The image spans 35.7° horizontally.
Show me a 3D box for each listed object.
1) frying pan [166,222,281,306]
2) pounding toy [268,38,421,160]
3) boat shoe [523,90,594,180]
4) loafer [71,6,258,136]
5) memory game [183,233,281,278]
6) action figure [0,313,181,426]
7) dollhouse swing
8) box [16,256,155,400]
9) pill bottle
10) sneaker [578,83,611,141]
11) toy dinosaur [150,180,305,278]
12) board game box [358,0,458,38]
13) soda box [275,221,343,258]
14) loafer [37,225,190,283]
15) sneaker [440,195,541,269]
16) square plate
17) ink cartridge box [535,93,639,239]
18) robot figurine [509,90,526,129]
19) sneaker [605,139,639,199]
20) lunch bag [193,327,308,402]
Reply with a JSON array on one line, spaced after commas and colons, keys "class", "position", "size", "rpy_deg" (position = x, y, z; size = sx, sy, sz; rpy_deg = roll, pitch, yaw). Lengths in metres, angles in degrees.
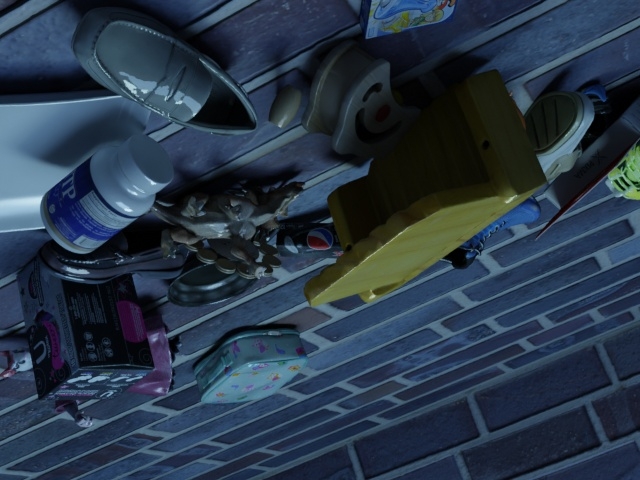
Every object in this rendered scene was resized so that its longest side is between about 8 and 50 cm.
[{"class": "frying pan", "position": [-0.203, 0.046, 1.950], "size": [0.197, 0.053, 0.326], "rpy_deg": [-10, 153, -19]}, {"class": "pounding toy", "position": [0.030, -0.230, 1.504], "size": [0.269, 0.155, 0.154], "rpy_deg": [2, 121, -57]}, {"class": "boat shoe", "position": [0.426, -0.185, 1.827], "size": [0.103, 0.113, 0.302], "rpy_deg": [4, 161, -17]}, {"class": "loafer", "position": [-0.190, -0.213, 1.295], "size": [0.319, 0.111, 0.112], "rpy_deg": [17, 102, -59]}, {"class": "memory game", "position": [-0.157, 0.013, 1.765], "size": [0.186, 0.186, 0.012], "rpy_deg": [2, 122, -38]}, {"class": "action figure", "position": [-0.480, 0.224, 2.053], "size": [0.369, 0.248, 0.276], "rpy_deg": [1, -165, -13]}, {"class": "dollhouse swing", "position": [0.113, -0.087, 1.567], "size": [0.304, 0.315, 0.347], "rpy_deg": [6, 147, -42]}, {"class": "box", "position": [-0.422, 0.146, 1.758], "size": [0.163, 0.247, 0.142], "rpy_deg": [8, 144, -45]}, {"class": "pill bottle", "position": [-0.304, -0.070, 1.428], "size": [0.186, 0.112, 0.112], "rpy_deg": [-33, 153, 27]}, {"class": "sneaker", "position": [0.490, -0.214, 1.859], "size": [0.067, 0.078, 0.188], "rpy_deg": [-15, 157, -16]}, {"class": "toy dinosaur", "position": [-0.179, -0.044, 1.711], "size": [0.295, 0.200, 0.127], "rpy_deg": [8, 112, -7]}, {"class": "board game box", "position": [0.129, -0.359, 1.337], "size": [0.136, 0.035, 0.201], "rpy_deg": [-14, 156, -10]}, {"class": "soda box", "position": [0.000, 0.000, 1.929], "size": [0.168, 0.053, 0.060], "rpy_deg": [1, 156, 4]}, {"class": "loafer", "position": [-0.348, 0.008, 1.726], "size": [0.302, 0.109, 0.095], "rpy_deg": [2, 130, -50]}, {"class": "sneaker", "position": [0.312, -0.012, 2.084], "size": [0.329, 0.147, 0.130], "rpy_deg": [-15, 156, -9]}, {"class": "square plate", "position": [-0.439, -0.115, 1.432], "size": [0.347, 0.049, 0.344], "rpy_deg": [-7, 153, -25]}, {"class": "ink cartridge box", "position": [0.522, -0.146, 1.916], "size": [0.239, 0.060, 0.275], "rpy_deg": [-40, 172, -37]}, {"class": "robot figurine", "position": [0.284, -0.173, 1.742], "size": [0.158, 0.128, 0.219], "rpy_deg": [-9, 156, -15]}, {"class": "sneaker", "position": [0.652, -0.137, 1.942], "size": [0.147, 0.145, 0.384], "rpy_deg": [-37, 170, 7]}, {"class": "lunch bag", "position": [-0.178, 0.310, 2.468], "size": [0.224, 0.108, 0.279], "rpy_deg": [4, 147, -35]}]
